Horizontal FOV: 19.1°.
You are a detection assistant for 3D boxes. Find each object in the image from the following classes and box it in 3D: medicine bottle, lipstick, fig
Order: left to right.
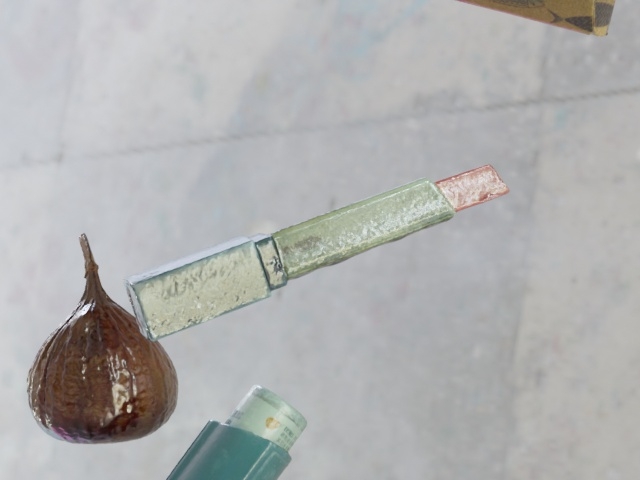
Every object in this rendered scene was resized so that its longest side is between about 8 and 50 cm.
[{"bbox_3d":[-0.208,0.094,1.829,0.134,0.146,0.201,171,102,-87],"label":"fig"},{"bbox_3d":[-0.096,0.256,1.694,0.124,0.079,0.258,30,77,17],"label":"medicine bottle"},{"bbox_3d":[0.000,0.000,1.497,0.051,0.312,0.051,-170,60,-75],"label":"lipstick"}]

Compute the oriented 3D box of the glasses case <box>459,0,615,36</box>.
[{"bbox_3d":[0.085,-0.165,1.063,0.170,0.041,0.064,19,103,26],"label":"glasses case"}]
